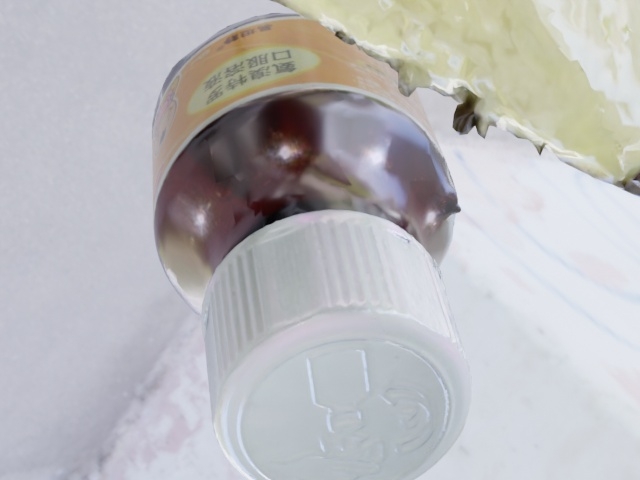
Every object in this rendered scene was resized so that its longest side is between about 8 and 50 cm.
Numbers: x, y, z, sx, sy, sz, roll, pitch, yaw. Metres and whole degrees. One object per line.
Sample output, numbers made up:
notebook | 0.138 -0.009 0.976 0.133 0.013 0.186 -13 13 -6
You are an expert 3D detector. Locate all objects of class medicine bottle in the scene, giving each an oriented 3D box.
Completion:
medicine bottle | 0.000 0.000 0.899 0.242 0.395 0.243 -7 124 -10

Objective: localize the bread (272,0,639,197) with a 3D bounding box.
bread | 0.000 -0.206 0.504 0.242 0.405 0.345 -30 -172 45
